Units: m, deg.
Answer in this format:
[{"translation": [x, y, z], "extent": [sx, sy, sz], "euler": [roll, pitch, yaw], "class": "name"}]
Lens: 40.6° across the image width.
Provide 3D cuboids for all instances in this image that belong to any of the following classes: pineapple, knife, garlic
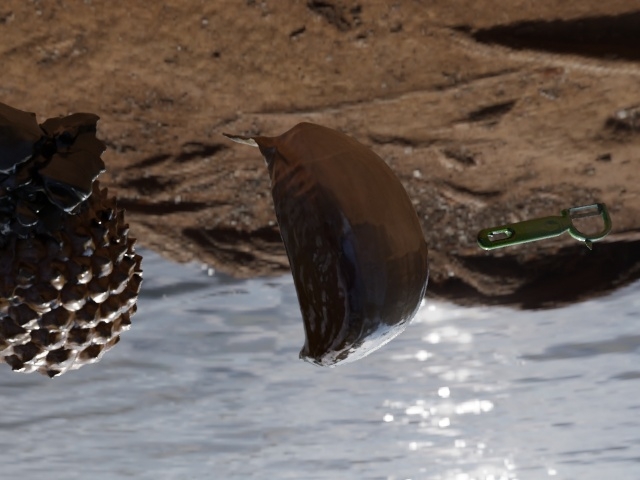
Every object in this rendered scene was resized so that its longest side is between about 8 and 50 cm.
[{"translation": [-0.296, -0.024, 0.897], "extent": [0.222, 0.223, 0.357], "euler": [1, 141, -7], "class": "pineapple"}, {"translation": [0.266, -0.007, 1.010], "extent": [0.212, 0.054, 0.015], "euler": [-9, 168, -31], "class": "knife"}, {"translation": [0.002, -0.011, 0.621], "extent": [0.128, 0.198, 0.090], "euler": [-26, 179, 41], "class": "garlic"}]
